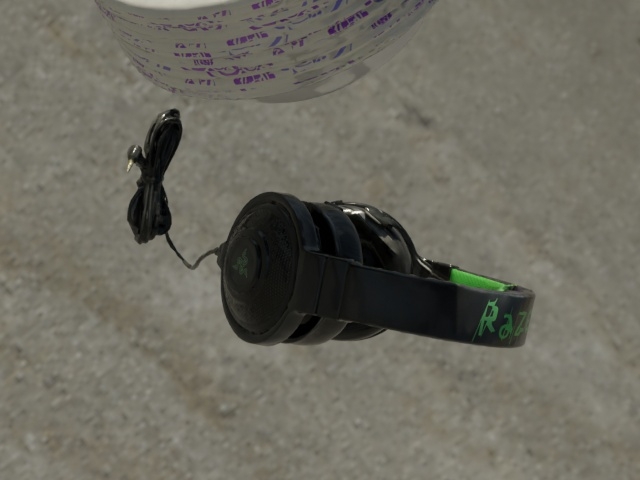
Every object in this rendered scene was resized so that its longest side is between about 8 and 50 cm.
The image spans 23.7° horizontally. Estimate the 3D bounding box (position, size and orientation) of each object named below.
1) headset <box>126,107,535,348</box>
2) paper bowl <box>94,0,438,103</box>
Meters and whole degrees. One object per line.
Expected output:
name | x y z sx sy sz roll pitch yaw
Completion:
headset | 0.000 0.000 1.347 0.243 0.394 0.185 5 96 -64
paper bowl | -0.026 -0.213 1.130 0.284 0.284 0.148 -100 169 -45
